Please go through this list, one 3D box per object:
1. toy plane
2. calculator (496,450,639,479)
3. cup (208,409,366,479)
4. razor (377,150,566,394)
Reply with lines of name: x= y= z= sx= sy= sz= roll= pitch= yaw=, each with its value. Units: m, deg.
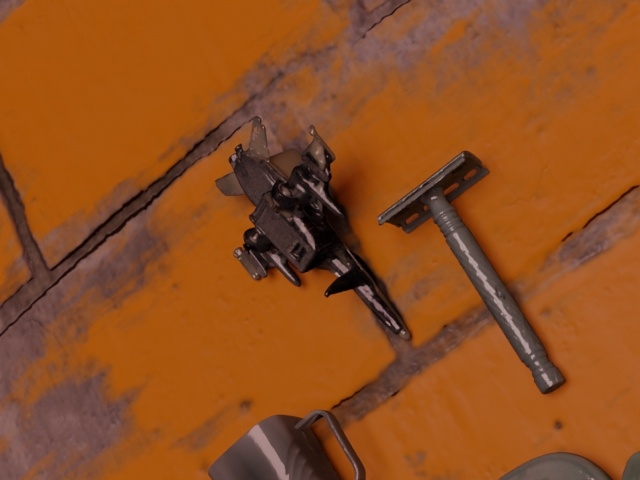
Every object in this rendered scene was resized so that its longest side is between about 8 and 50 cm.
toy plane: x=-0.008 y=0.002 z=1.487 sx=0.262 sy=0.088 sz=0.192 roll=54 pitch=133 yaw=25
calculator: x=0.196 y=0.292 z=1.330 sx=0.295 sy=0.042 sz=0.184 roll=-39 pitch=63 yaw=20
cup: x=-0.019 y=0.228 z=1.438 sx=0.128 sy=0.095 sz=0.129 roll=-43 pitch=64 yaw=13
razor: x=0.155 y=0.038 z=1.405 sx=0.106 sy=0.068 sz=0.232 roll=-39 pitch=67 yaw=18
